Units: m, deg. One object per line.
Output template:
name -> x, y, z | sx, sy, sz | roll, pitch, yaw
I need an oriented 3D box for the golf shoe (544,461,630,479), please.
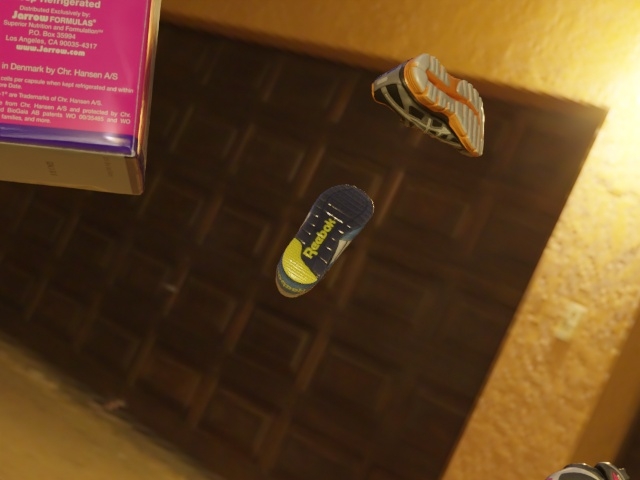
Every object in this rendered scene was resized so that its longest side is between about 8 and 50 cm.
golf shoe -> 0.298, 0.378, 1.445 | 0.120, 0.273, 0.105 | -6, -17, -42

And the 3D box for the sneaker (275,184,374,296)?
sneaker -> 0.000, 0.000, 1.308 | 0.053, 0.144, 0.059 | 37, -37, 7

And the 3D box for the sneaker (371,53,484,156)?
sneaker -> 0.145, -0.168, 1.710 | 0.083, 0.084, 0.215 | -13, -31, 31

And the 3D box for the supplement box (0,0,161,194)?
supplement box -> -0.153, -0.151, 0.821 | 0.114, 0.220, 0.111 | 6, -11, -4
